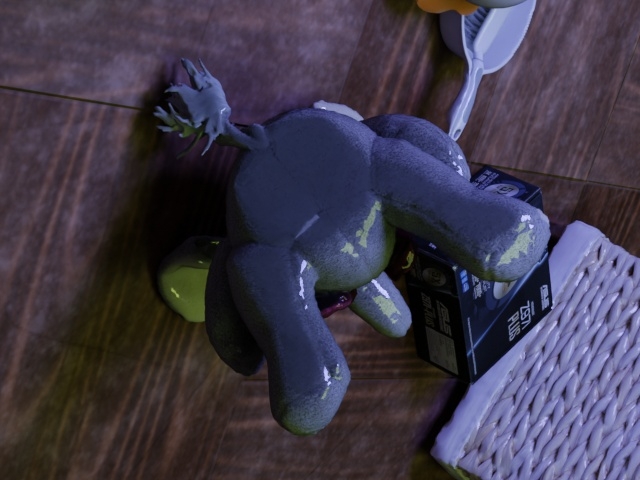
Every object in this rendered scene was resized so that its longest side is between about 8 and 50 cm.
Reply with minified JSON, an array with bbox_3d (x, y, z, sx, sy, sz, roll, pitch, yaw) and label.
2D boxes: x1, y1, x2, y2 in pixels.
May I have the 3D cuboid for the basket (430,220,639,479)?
[{"bbox_3d":[0.359,0.207,2.109,0.331,0.266,0.328,-59,148,-6],"label":"basket"}]

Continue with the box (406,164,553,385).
[{"bbox_3d":[0.170,0.038,1.942,0.147,0.077,0.180,-40,138,-30],"label":"box"}]

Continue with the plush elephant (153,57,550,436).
[{"bbox_3d":[0.000,0.000,1.584,0.272,0.330,0.255,-44,165,-4],"label":"plush elephant"}]

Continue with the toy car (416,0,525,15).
[{"bbox_3d":[0.174,-0.300,1.657,0.238,0.219,0.210,-43,144,6],"label":"toy car"}]

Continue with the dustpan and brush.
[{"bbox_3d":[0.156,-0.197,1.791,0.147,0.060,0.211,28,89,-54],"label":"dustpan and brush"}]
